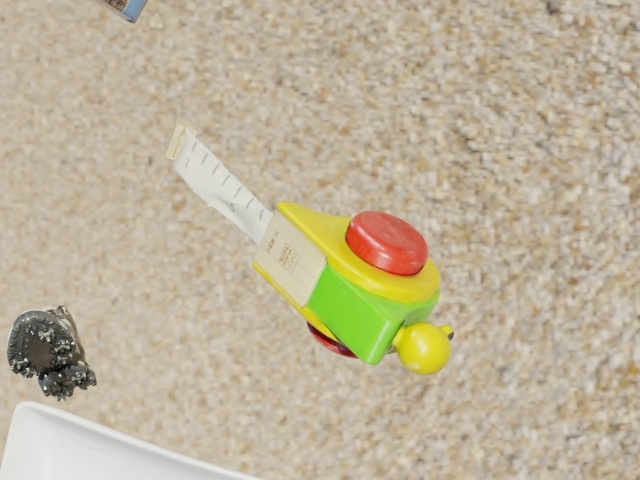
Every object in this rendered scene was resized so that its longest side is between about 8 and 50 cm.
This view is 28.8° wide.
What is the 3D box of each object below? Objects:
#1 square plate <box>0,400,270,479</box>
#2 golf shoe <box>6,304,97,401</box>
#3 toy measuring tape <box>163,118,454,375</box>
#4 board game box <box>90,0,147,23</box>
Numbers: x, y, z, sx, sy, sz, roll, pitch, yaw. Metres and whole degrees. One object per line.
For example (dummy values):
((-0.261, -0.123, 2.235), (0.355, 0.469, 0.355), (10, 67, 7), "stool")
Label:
((-0.141, 0.345, 1.076), (0.347, 0.049, 0.344), (15, 95, 14), "square plate")
((-0.313, 0.109, 1.401), (0.198, 0.077, 0.094), (86, 163, -63), "golf shoe")
((0.000, 0.000, 1.040), (0.330, 0.121, 0.121), (43, 125, 33), "toy measuring tape")
((-0.225, -0.276, 0.749), (0.232, 0.291, 0.141), (30, 94, 14), "board game box")
